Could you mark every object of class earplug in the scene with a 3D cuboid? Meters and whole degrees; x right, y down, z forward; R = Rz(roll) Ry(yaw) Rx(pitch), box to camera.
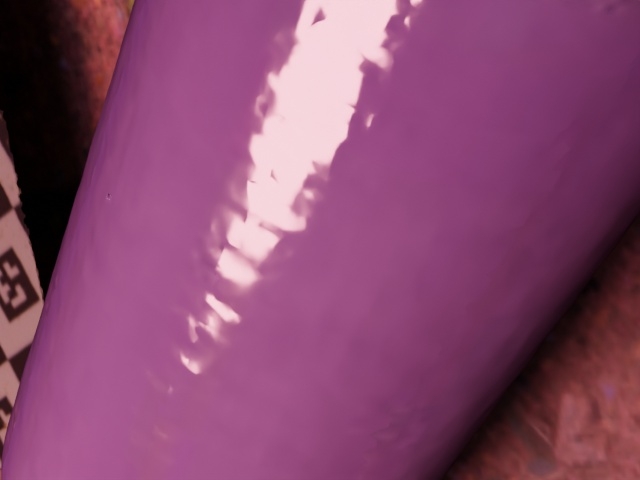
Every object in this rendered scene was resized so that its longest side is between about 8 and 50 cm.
[{"bbox_3d":[0.000,0.000,0.769,0.215,0.215,0.456,44,132,20],"label":"earplug"}]

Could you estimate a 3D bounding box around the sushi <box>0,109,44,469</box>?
[{"bbox_3d":[-0.230,-0.035,1.036,0.292,0.059,0.294,3,106,40],"label":"sushi"}]
